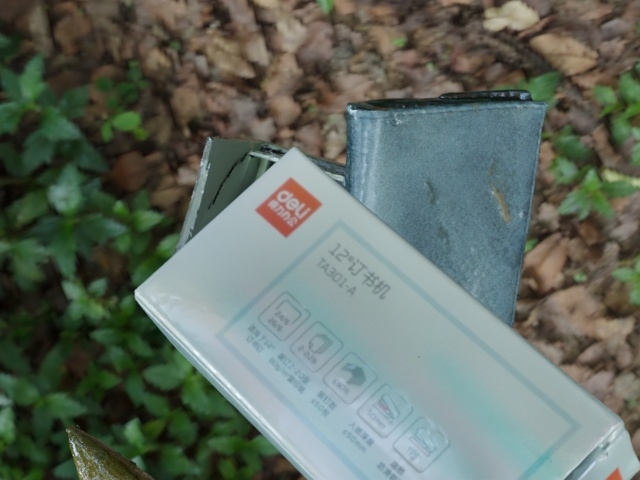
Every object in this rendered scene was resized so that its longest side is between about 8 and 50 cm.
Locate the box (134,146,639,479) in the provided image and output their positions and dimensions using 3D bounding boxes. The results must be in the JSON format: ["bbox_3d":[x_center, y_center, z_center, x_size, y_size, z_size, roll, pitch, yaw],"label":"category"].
[{"bbox_3d":[0.030,0.080,0.768,0.135,0.079,0.269,-44,59,-10],"label":"box"}]

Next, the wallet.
[{"bbox_3d":[0.095,0.056,1.236,0.046,0.191,0.379,36,128,56],"label":"wallet"}]

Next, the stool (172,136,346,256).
[{"bbox_3d":[0.000,0.000,1.501,0.244,0.270,0.170,16,94,8],"label":"stool"}]

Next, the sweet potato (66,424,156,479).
[{"bbox_3d":[-0.159,0.364,1.638,0.130,0.130,0.422,-8,136,33],"label":"sweet potato"}]
